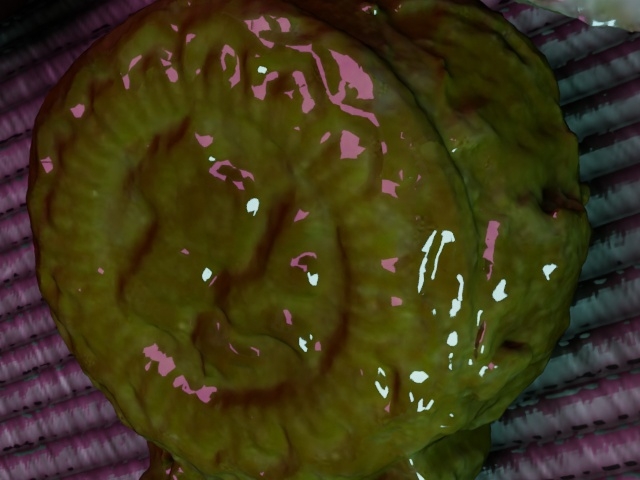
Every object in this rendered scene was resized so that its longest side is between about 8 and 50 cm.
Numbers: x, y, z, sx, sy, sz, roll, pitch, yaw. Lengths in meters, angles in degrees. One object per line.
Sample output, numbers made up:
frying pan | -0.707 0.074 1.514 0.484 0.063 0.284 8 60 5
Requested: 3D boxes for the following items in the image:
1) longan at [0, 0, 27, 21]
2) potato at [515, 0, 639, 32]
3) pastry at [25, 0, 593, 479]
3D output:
longan | -0.265 -0.226 0.819 0.300 0.243 0.300 -4 54 5
potato | 0.130 -0.199 0.535 0.288 0.237 0.301 40 93 0
pastry | 0.000 0.000 0.633 0.240 0.132 0.235 -12 101 36
